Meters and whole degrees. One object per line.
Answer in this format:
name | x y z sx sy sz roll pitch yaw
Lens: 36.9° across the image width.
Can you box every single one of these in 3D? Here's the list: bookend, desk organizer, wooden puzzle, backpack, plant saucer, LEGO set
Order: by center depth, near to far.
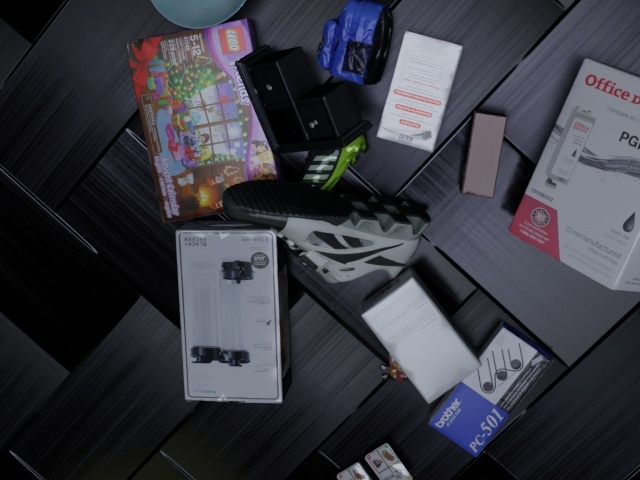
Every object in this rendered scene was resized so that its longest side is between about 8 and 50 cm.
bookend | -0.025 -0.217 1.429 0.157 0.072 0.156 1 121 44
backpack | 0.054 -0.303 1.442 0.101 0.098 0.120 18 105 8
plant saucer | -0.178 -0.420 1.468 0.195 0.037 0.195 1 94 19
desk organizer | 0.250 -0.133 1.478 0.050 0.047 0.130 8 103 4
wooden puzzle | 0.139 0.208 1.588 0.083 0.006 0.049 -2 102 8
LEGO set | 0.122 0.481 1.642 0.182 0.060 0.244 -38 88 19

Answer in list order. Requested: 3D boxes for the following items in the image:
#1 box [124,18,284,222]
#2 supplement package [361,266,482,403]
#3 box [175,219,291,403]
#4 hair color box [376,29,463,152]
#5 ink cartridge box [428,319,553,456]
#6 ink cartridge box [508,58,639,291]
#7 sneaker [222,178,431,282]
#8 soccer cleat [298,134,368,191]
box | -0.179 -0.188 1.521 0.201 0.057 0.293 -9 101 9
supplement package | 0.158 0.147 1.518 0.105 0.105 0.179 -37 94 7
box | -0.140 0.115 1.567 0.169 0.087 0.290 -1 102 8
hair color box | 0.151 -0.228 1.468 0.093 0.053 0.167 16 103 3
ink cartridge box | 0.274 0.241 1.556 0.097 0.046 0.207 34 105 1
ink cartridge box | 0.426 -0.095 1.376 0.207 0.117 0.283 35 110 43
sneaker | 0.000 0.000 1.463 0.330 0.122 0.146 10 117 -21
soccer cleat | -0.002 -0.112 1.518 0.072 0.060 0.179 45 103 13
